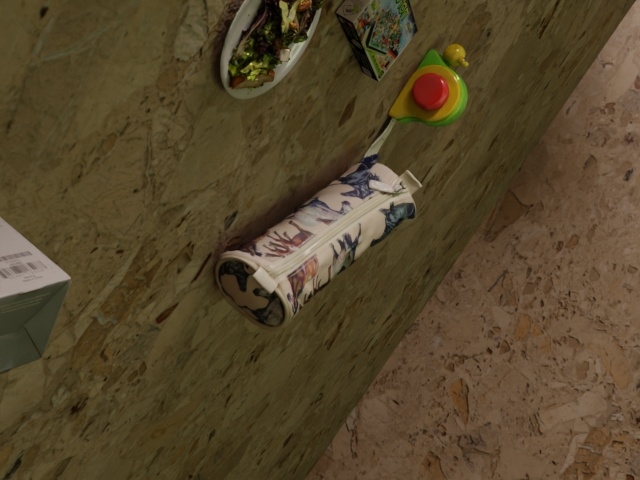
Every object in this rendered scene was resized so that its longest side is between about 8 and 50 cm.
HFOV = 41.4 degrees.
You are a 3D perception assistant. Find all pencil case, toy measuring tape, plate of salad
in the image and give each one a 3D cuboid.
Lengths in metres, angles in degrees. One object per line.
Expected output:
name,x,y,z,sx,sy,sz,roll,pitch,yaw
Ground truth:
pencil case,0.000,0.000,1.493,0.410,0.160,0.183,-37,171,-38
toy measuring tape,0.189,-0.223,1.624,0.330,0.121,0.121,-58,160,12
plate of salad,-0.054,-0.267,1.105,0.200,0.048,0.200,-44,157,-24

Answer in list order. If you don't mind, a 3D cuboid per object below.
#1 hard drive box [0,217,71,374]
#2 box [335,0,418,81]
hard drive box,-0.344,0.015,0.651,0.181,0.232,0.089,-17,139,-58
box,0.092,-0.342,1.324,0.114,0.036,0.207,-53,160,-2
